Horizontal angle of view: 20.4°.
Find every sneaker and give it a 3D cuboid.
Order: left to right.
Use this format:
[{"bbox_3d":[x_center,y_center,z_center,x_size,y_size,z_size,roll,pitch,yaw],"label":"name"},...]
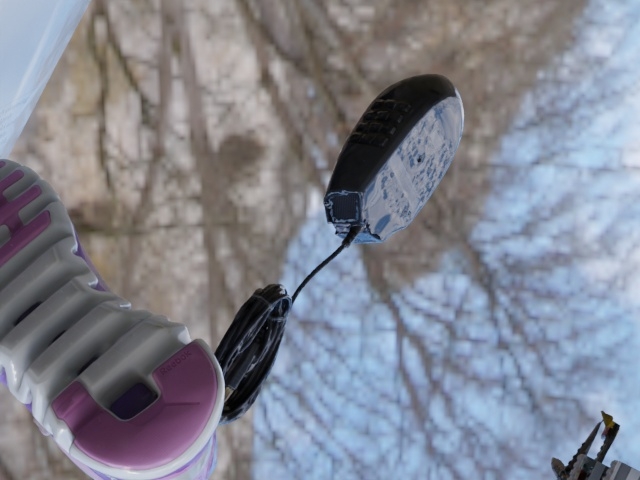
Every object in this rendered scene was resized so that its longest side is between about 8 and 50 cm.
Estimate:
[{"bbox_3d":[-0.131,0.054,0.905,0.095,0.104,0.236,-40,-121,-13],"label":"sneaker"}]

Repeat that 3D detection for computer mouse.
[{"bbox_3d":[0.000,0.000,1.005,0.041,0.071,0.242,29,-109,30],"label":"computer mouse"}]

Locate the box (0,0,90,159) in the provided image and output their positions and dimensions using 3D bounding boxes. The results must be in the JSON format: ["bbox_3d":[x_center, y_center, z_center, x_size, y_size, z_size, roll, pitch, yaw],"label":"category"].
[{"bbox_3d":[-0.269,-0.138,1.007,0.215,0.345,0.168,35,-153,5],"label":"box"}]

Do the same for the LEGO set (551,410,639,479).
[{"bbox_3d":[0.191,0.265,1.253,0.192,0.255,0.331,27,-178,-4],"label":"LEGO set"}]
